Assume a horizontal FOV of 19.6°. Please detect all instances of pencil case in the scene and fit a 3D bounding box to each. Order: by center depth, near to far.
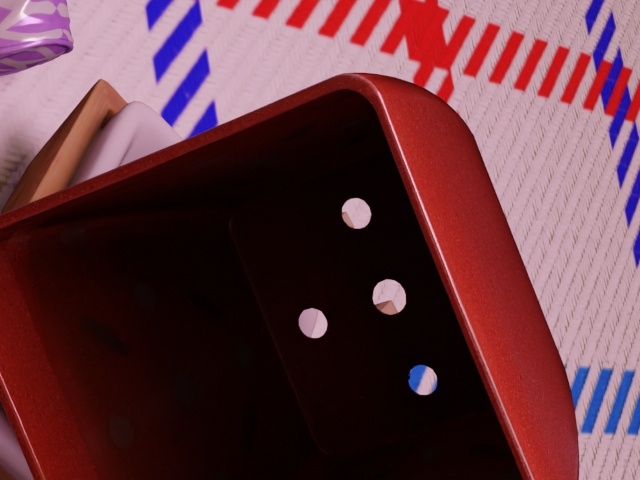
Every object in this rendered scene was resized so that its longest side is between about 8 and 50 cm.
[{"bbox_3d":[-0.223,-0.206,1.198,0.088,0.086,0.206,-10,82,-66],"label":"pencil case"}]

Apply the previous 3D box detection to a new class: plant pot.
[{"bbox_3d":[0.000,0.059,1.042,0.267,0.267,0.236,68,24,-3],"label":"plant pot"}]

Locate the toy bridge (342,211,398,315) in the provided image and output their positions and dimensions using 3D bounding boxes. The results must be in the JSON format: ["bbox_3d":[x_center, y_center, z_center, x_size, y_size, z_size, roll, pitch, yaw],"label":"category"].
[{"bbox_3d":[0.000,0.000,1.438,0.063,0.026,0.188,-41,107,-49],"label":"toy bridge"}]

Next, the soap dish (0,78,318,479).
[{"bbox_3d":[-0.133,0.078,1.156,0.229,0.118,0.291,49,41,-26],"label":"soap dish"}]
